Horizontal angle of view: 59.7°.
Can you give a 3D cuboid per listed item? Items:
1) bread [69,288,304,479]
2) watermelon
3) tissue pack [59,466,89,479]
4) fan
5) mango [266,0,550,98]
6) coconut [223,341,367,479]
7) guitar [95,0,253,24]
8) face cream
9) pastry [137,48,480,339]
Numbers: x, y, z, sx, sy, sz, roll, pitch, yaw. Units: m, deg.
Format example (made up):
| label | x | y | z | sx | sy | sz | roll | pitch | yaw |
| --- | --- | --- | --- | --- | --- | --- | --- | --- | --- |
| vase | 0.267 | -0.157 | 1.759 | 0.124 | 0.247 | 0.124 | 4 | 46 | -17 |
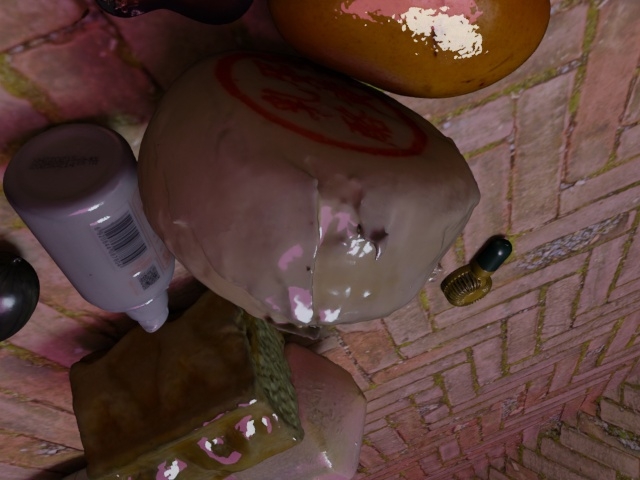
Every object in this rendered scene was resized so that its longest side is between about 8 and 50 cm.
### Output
| label | x | y | z | sx | sy | sz | roll | pitch | yaw |
| --- | --- | --- | --- | --- | --- | --- | --- | --- | --- |
| bread | -0.159 | 0.199 | 0.708 | 0.252 | 0.238 | 0.196 | -19 | 159 | 3 |
| watermelon | -0.316 | 0.055 | 0.538 | 0.078 | 0.078 | 0.111 | 15 | 130 | -43 |
| tissue pack | -0.360 | 0.545 | 1.043 | 0.236 | 0.229 | 0.333 | -24 | 147 | 0 |
| fan | 0.258 | 0.054 | 0.908 | 0.082 | 0.039 | 0.155 | -3 | 140 | -27 |
| mango | 0.068 | -0.174 | 0.417 | 0.219 | 0.112 | 0.145 | -3 | 142 | -22 |
| coconut | -0.044 | 0.284 | 0.873 | 0.245 | 0.233 | 0.233 | -23 | 146 | 7 |
| guitar | -0.153 | -0.178 | 0.359 | 0.233 | 0.025 | 0.088 | -11 | 144 | -16 |
| face cream | -0.192 | 0.012 | 0.530 | 0.101 | 0.101 | 0.252 | -17 | 146 | -10 |
| pastry | -0.008 | -0.049 | 0.427 | 0.265 | 0.265 | 0.133 | 3 | 125 | -34 |
